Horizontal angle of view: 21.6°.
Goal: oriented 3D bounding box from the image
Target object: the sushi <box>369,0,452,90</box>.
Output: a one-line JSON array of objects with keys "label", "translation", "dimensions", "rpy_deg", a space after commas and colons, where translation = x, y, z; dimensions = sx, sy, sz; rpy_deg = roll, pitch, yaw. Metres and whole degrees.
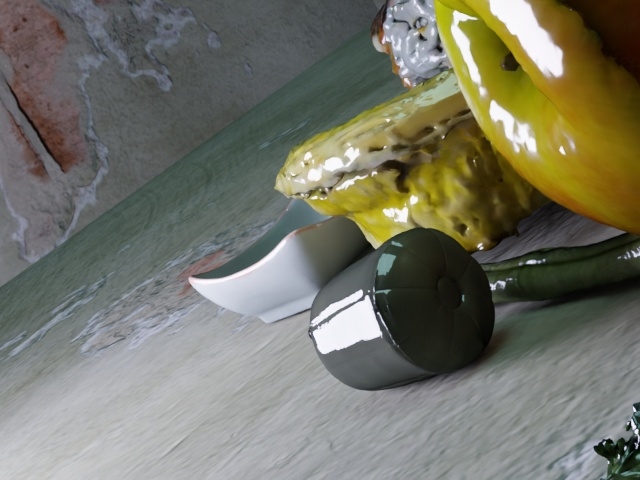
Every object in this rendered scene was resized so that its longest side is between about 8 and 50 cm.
[{"label": "sushi", "translation": [0.251, -0.284, 1.892], "dimensions": [0.417, 0.176, 0.417], "rpy_deg": [-24, 6, 3]}]

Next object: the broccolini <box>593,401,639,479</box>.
[{"label": "broccolini", "translation": [0.101, 0.126, 0.651], "dimensions": [0.201, 0.058, 0.074], "rpy_deg": [-35, 4, -26]}]

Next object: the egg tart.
[{"label": "egg tart", "translation": [0.132, -0.075, 1.280], "dimensions": [0.345, 0.132, 0.345], "rpy_deg": [-27, 3, 1]}]

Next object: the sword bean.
[{"label": "sword bean", "translation": [0.150, 0.019, 1.098], "dimensions": [0.269, 0.038, 0.043], "rpy_deg": [-15, 44, 56]}]

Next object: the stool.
[{"label": "stool", "translation": [0.050, 0.049, 1.087], "dimensions": [0.096, 0.096, 0.110], "rpy_deg": [-39, 7, -39]}]

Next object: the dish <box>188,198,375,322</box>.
[{"label": "dish", "translation": [0.000, 0.000, 1.504], "dimensions": [0.151, 0.077, 0.212], "rpy_deg": [-24, 12, 42]}]

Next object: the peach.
[{"label": "peach", "translation": [0.234, -0.184, 0.922], "dimensions": [0.370, 0.370, 0.370], "rpy_deg": [-30, 10, 6]}]
